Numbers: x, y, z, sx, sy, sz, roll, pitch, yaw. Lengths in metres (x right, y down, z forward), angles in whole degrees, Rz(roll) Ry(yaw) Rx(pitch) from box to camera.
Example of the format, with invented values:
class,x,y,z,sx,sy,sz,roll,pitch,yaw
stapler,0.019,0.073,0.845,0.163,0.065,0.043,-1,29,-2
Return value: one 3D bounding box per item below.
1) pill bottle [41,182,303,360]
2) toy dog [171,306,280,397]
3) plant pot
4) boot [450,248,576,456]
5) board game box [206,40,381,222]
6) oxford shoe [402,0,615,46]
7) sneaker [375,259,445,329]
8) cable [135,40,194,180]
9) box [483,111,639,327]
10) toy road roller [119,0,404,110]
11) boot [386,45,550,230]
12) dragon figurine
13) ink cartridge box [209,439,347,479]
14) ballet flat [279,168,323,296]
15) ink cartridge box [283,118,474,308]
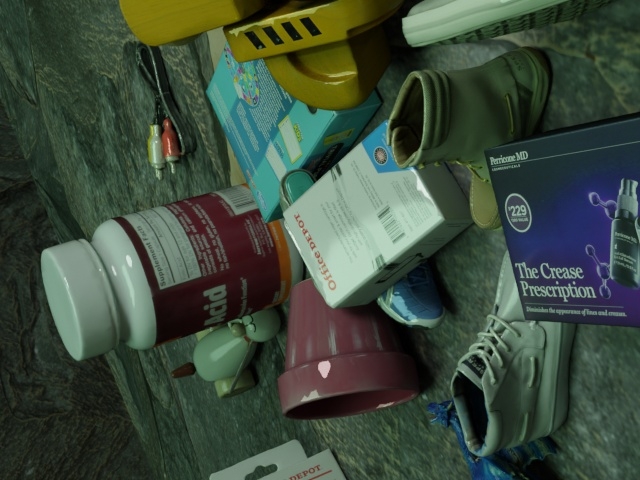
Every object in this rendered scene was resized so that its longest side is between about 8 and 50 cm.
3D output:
class,x,y,z,sx,sy,sz,roll,pitch,yaw
pill bottle,-0.246,0.052,1.566,0.224,0.392,0.224,41,140,47
toy dog,-0.198,0.207,1.825,0.220,0.160,0.334,55,148,31
plant pot,0.032,0.149,1.340,0.201,0.201,0.180,134,132,-60
boot,0.208,0.121,1.036,0.095,0.123,0.258,24,126,56
board game box,-0.053,-0.213,1.388,0.254,0.079,0.336,65,152,14
oxford shoe,0.225,-0.259,0.738,0.449,0.169,0.130,-16,94,56
sneaker,0.100,0.024,1.235,0.211,0.080,0.081,59,152,25
cable,-0.328,-0.268,1.890,0.139,0.072,0.287,-4,102,57
box,0.282,-0.021,0.842,0.261,0.103,0.184,-6,98,63
toy road roller,-0.050,-0.276,1.128,0.329,0.202,0.241,-7,121,28
boot,0.147,-0.091,0.980,0.077,0.165,0.213,46,141,44
dragon figurine,0.232,0.278,1.129,0.289,0.085,0.144,21,124,59
ink cartridge box,-0.033,0.512,1.638,0.354,0.207,0.119,58,151,25
ballet flat,0.000,0.000,1.304,0.068,0.072,0.213,103,146,-68
ink cartridge box,0.069,-0.029,1.166,0.203,0.085,0.148,-40,68,32
